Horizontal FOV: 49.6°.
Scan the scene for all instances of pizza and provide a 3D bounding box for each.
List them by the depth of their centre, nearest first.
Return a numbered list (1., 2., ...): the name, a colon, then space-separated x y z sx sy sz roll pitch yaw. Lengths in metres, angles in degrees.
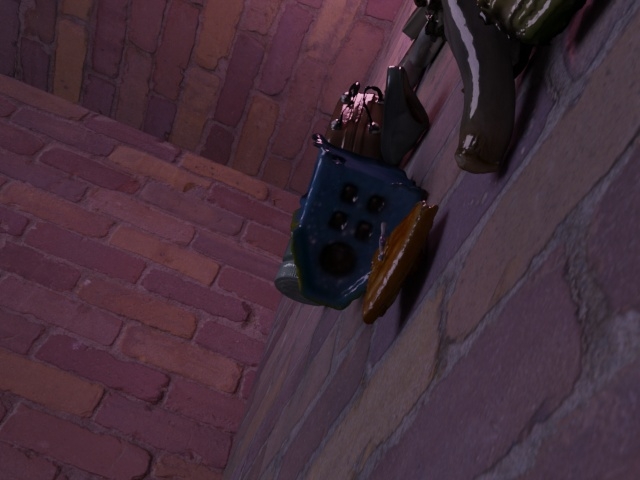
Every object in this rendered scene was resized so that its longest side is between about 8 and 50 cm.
1. pizza: 0.123 0.027 1.073 0.200 0.053 0.193 -62 6 8

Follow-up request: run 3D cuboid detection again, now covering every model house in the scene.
1. model house: 0.043 -0.021 1.304 0.237 0.216 0.303 -93 20 -76

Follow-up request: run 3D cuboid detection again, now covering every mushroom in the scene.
1. mushroom: 0.199 -0.217 0.862 0.096 0.099 0.277 -15 73 43

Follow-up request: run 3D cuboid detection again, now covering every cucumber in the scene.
1. cucumber: 0.297 -0.359 0.708 0.145 0.105 0.325 -36 -19 -43

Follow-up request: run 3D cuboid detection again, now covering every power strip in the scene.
1. power strip: 0.297 -0.619 1.736 0.270 0.046 0.118 -45 15 50

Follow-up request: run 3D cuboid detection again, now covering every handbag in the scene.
1. handbag: 0.090 -0.237 1.641 0.301 0.149 0.283 -69 -17 -49

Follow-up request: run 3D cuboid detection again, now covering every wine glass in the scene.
1. wine glass: 0.280 -0.511 1.649 0.262 0.074 0.074 118 172 -57

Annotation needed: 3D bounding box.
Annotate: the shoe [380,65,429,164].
1. shoe: 0.180 -0.257 1.454 0.251 0.100 0.103 80 -158 -53

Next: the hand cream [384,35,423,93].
1. hand cream: 0.265 -0.513 1.808 0.312 0.070 0.111 -64 7 -2

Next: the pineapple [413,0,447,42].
1. pineapple: 0.256 -0.541 1.418 0.262 0.263 0.271 132 137 -74

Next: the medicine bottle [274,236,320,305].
1. medicine bottle: 0.000 0.000 1.840 0.158 0.158 0.318 123 167 -63

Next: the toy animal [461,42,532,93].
1. toy animal: 0.248 -0.252 0.920 0.202 0.070 0.105 -67 19 -7

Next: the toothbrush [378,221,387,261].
1. toothbrush: 0.098 0.000 1.091 0.131 0.011 0.013 -75 2 -64
